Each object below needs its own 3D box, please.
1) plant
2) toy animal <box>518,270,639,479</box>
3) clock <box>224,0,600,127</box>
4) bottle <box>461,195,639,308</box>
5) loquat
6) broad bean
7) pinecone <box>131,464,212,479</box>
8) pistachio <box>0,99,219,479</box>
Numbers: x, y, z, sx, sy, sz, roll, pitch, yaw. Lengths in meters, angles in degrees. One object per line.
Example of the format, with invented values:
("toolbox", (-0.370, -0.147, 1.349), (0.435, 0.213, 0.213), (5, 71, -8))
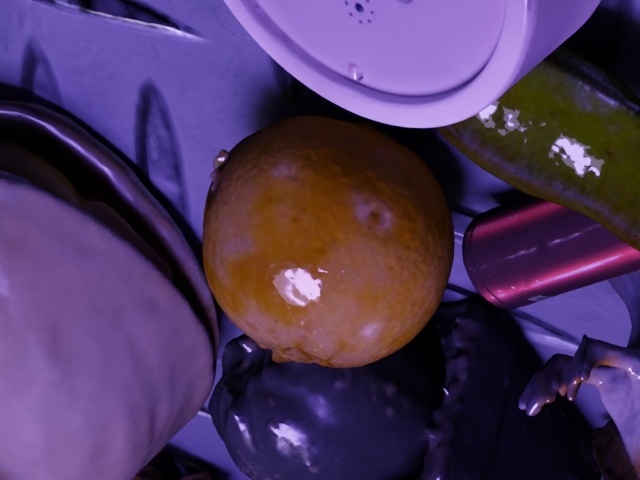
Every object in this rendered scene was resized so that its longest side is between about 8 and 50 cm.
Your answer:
("plant", (0.054, 0.119, 1.176), (0.256, 0.142, 0.164), (32, 150, -29))
("toy animal", (0.179, 0.111, 1.039), (0.160, 0.197, 0.272), (39, 151, -12))
("clock", (0.027, -0.147, 0.823), (0.197, 0.068, 0.197), (30, 142, 27))
("bottle", (0.145, -0.010, 1.002), (0.060, 0.060, 0.164), (41, 145, -22))
("loquat", (0.000, 0.000, 1.051), (0.141, 0.141, 0.141), (19, 147, 13))
("broad bean", (0.129, -0.042, 0.911), (0.339, 0.061, 0.077), (30, 150, 20))
("pinecone", (-0.147, 0.253, 1.478), (0.212, 0.168, 0.185), (4, 143, 32))
("pistachio", (-0.167, 0.050, 1.219), (0.197, 0.166, 0.288), (-7, 135, 8))
